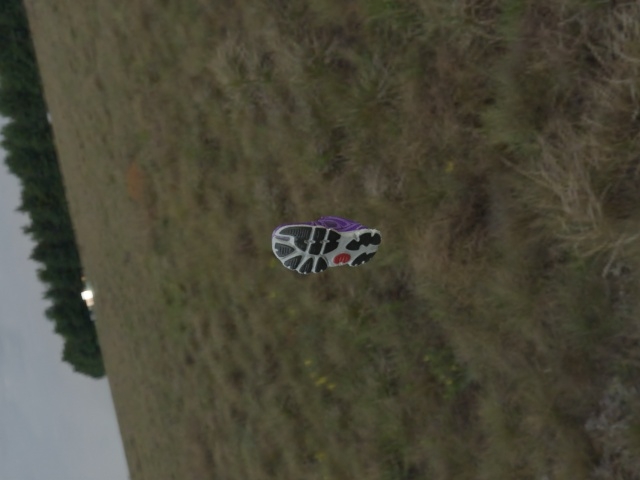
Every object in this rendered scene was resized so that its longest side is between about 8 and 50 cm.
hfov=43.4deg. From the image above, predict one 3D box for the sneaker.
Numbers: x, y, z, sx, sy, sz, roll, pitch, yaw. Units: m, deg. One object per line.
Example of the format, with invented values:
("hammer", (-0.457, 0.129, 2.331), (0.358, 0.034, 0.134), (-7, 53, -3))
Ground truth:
("sneaker", (0.000, 0.000, 1.052), (0.071, 0.170, 0.068), (38, 116, 42))
